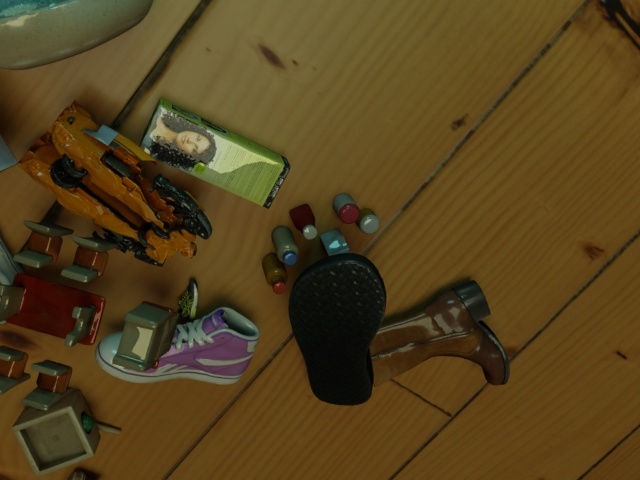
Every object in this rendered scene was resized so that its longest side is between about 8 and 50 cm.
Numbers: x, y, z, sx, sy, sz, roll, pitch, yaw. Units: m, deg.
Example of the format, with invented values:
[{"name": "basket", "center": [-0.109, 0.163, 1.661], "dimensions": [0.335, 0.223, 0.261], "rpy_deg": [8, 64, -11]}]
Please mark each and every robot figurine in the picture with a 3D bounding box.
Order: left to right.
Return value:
[{"name": "robot figurine", "center": [-0.304, -0.072, 0.901], "dimensions": [0.211, 0.085, 0.291], "rpy_deg": [-25, 126, 37]}]

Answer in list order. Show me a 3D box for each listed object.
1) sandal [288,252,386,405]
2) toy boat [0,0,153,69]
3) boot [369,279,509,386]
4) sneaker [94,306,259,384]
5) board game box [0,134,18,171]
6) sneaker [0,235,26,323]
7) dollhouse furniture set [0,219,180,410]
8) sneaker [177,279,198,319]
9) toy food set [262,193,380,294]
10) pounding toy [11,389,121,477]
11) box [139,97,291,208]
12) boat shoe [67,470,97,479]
[{"name": "sandal", "center": [0.031, 0.161, 1.085], "dimensions": [0.167, 0.107, 0.446], "rpy_deg": [5, 137, 5]}, {"name": "toy boat", "center": [-0.390, -0.310, 0.726], "dimensions": [0.317, 0.268, 0.148], "rpy_deg": [2, 125, 21]}, {"name": "boot", "center": [0.239, 0.247, 1.207], "dimensions": [0.280, 0.096, 0.264], "rpy_deg": [-26, 119, 0]}, {"name": "sneaker", "center": [-0.247, 0.172, 1.036], "dimensions": [0.281, 0.102, 0.161], "rpy_deg": [8, 130, -29]}, {"name": "board game box", "center": [-0.624, -0.171, 0.749], "dimensions": [0.317, 0.066, 0.319], "rpy_deg": [-22, 107, 9]}, {"name": "sneaker", "center": [-0.549, 0.020, 0.907], "dimensions": [0.094, 0.091, 0.258], "rpy_deg": [-28, 119, 0]}, {"name": "dollhouse furniture set", "center": [-0.373, 0.125, 0.917], "dimensions": [0.258, 0.135, 0.262], "rpy_deg": [17, 91, 0]}, {"name": "sneaker", "center": [-0.244, 0.110, 1.059], "dimensions": [0.035, 0.031, 0.083], "rpy_deg": [4, 114, -15]}, {"name": "toy food set", "center": [0.000, 0.000, 1.023], "dimensions": [0.232, 0.104, 0.111], "rpy_deg": [-21, 118, -3]}, {"name": "pounding toy", "center": [-0.478, 0.362, 1.099], "dimensions": [0.141, 0.100, 0.130], "rpy_deg": [-19, 104, -7]}, {"name": "box", "center": [-0.170, -0.139, 0.942], "dimensions": [0.232, 0.058, 0.087], "rpy_deg": [22, 109, -23]}, {"name": "boat shoe", "center": [-0.527, 0.579, 1.196], "dimensions": [0.076, 0.080, 0.229], "rpy_deg": [28, 98, -22]}]
